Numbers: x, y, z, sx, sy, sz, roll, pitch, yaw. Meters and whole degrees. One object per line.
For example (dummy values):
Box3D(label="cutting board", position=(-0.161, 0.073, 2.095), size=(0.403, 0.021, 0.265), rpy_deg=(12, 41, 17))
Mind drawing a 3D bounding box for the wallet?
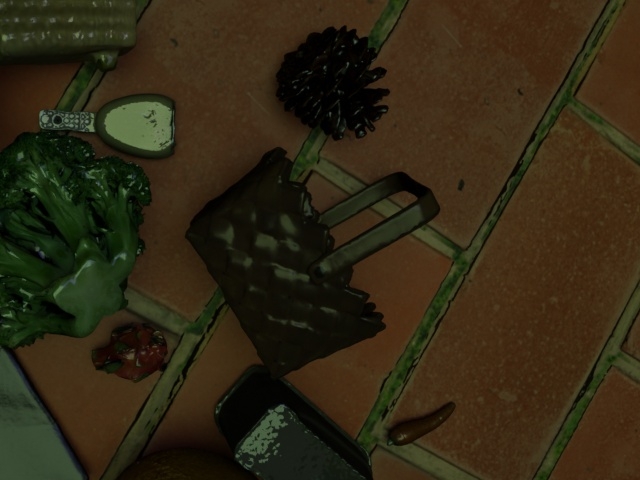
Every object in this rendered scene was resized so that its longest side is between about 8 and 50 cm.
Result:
Box3D(label="wallet", position=(-0.449, 0.280, 0.963), size=(0.124, 0.025, 0.244), rpy_deg=(-31, 94, -14))

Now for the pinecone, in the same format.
Box3D(label="pinecone", position=(0.029, -0.226, 0.997), size=(0.165, 0.163, 0.163), rpy_deg=(41, 83, -31))

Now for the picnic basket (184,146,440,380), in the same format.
Box3D(label="picnic basket", position=(0.000, 0.000, 0.946), size=(0.321, 0.254, 0.291), rpy_deg=(-29, 101, 3))

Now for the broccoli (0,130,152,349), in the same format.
Box3D(label="broccoli", position=(-0.340, 0.012, 0.862), size=(0.265, 0.245, 0.295), rpy_deg=(15, 98, -48))

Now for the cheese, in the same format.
Box3D(label="cheese", position=(-0.308, -0.171, 0.972), size=(0.192, 0.037, 0.097), rpy_deg=(2, 92, -15))

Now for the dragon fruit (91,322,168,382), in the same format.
Box3D(label="dragon fruit", position=(-0.281, 0.167, 0.979), size=(0.116, 0.086, 0.081), rpy_deg=(-18, 135, -4))

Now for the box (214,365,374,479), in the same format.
Box3D(label="box", position=(-0.028, 0.328, 0.999), size=(0.274, 0.178, 0.138), rpy_deg=(43, 83, -12))

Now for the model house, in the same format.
Box3D(label="model house", position=(-0.349, -0.336, 0.859), size=(0.193, 0.174, 0.234), rpy_deg=(-18, 94, -39))

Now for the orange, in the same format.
Box3D(label="orange", position=(-0.185, 0.423, 0.921), size=(0.274, 0.274, 0.274), rpy_deg=(-1, 93, -14))

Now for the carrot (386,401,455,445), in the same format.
Box3D(label="carrot", position=(0.170, 0.312, 1.122), size=(0.142, 0.035, 0.035), rpy_deg=(-20, 98, -19))
